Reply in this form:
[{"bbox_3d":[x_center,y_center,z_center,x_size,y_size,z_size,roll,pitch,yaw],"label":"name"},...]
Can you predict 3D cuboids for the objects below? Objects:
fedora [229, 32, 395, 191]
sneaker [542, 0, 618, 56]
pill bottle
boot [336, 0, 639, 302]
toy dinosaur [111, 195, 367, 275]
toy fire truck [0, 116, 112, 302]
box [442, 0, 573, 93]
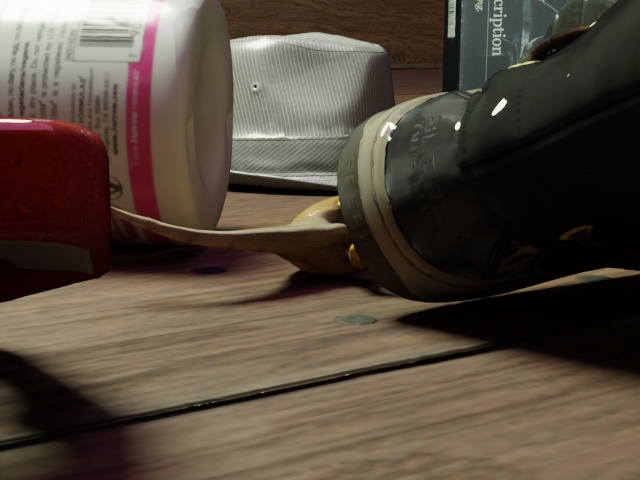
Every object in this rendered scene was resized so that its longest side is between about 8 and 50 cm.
[{"bbox_3d":[-0.026,-0.120,1.070,0.275,0.124,0.244,7,13,32],"label":"fedora"},{"bbox_3d":[0.365,-0.133,1.053,0.258,0.169,0.447,8,-5,-14],"label":"sneaker"},{"bbox_3d":[-0.205,-0.080,0.745,0.283,0.160,0.160,2,11,7],"label":"pill bottle"},{"bbox_3d":[0.226,-0.076,0.569,0.377,0.138,0.284,-10,-8,-33],"label":"boot"},{"bbox_3d":[0.000,0.000,0.653,0.112,0.064,0.211,-14,-7,28],"label":"toy dinosaur"},{"bbox_3d":[-0.227,-0.009,0.426,0.302,0.169,0.254,0,-8,-10],"label":"toy fire truck"},{"bbox_3d":[0.299,-0.274,1.328,0.313,0.343,0.179,0,9,0],"label":"box"}]
